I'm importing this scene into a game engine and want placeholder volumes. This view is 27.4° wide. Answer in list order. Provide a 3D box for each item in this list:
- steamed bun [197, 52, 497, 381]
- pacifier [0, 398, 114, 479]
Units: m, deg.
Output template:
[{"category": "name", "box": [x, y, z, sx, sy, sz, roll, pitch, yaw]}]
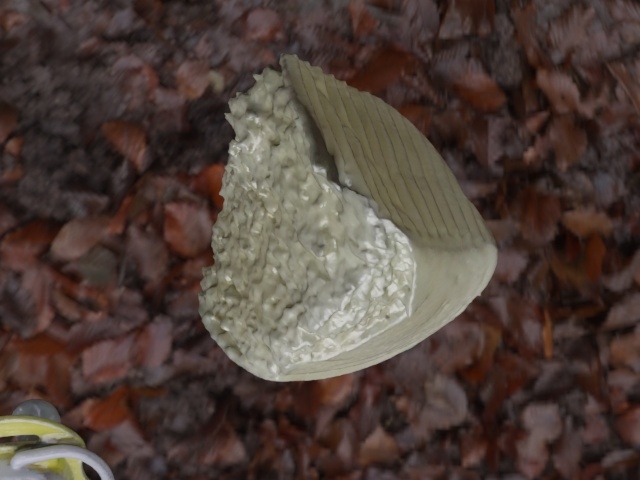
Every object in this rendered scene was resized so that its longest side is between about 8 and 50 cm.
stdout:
[{"category": "steamed bun", "box": [0.000, 0.000, 1.334, 0.273, 0.290, 0.272, 16, 129, -41]}, {"category": "pacifier", "box": [-0.130, 0.099, 0.612, 0.068, 0.064, 0.083, -8, 131, 1]}]
